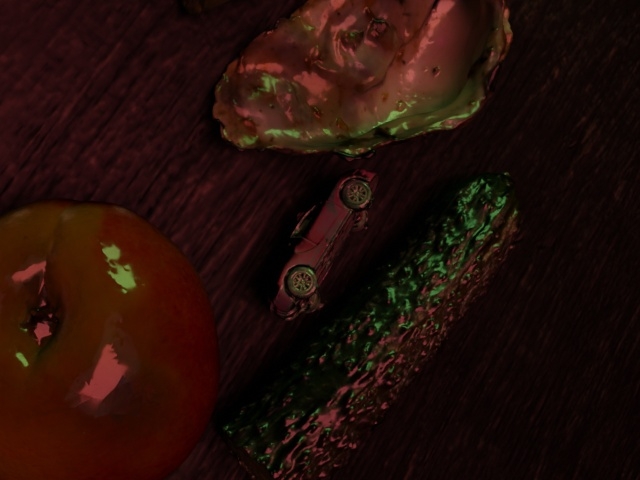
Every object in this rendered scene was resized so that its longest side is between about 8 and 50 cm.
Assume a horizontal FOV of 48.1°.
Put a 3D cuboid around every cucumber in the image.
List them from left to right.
[{"bbox_3d":[0.068,0.067,0.620,0.359,0.096,0.096,-44,115,-23],"label":"cucumber"}]

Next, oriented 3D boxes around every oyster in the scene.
[{"bbox_3d":[0.042,-0.155,0.587,0.294,0.094,0.166,-20,97,-14],"label":"oyster"}]

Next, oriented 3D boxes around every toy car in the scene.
[{"bbox_3d":[0.000,0.000,0.584,0.055,0.069,0.142,30,77,9],"label":"toy car"}]

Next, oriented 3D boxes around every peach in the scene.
[{"bbox_3d":[-0.156,0.072,0.464,0.190,0.192,0.190,4,63,-7],"label":"peach"}]

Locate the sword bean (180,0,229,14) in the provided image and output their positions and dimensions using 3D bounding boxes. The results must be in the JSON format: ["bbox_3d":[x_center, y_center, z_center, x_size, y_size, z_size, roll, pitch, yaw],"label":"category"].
[{"bbox_3d":[0.009,-0.230,0.578,0.269,0.038,0.043,-24,105,-28],"label":"sword bean"}]
